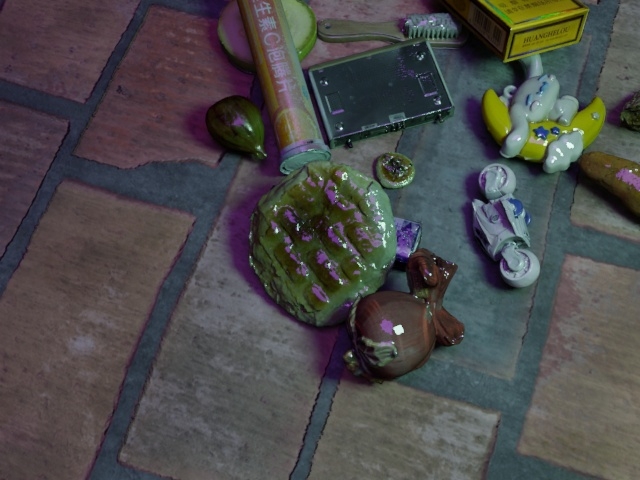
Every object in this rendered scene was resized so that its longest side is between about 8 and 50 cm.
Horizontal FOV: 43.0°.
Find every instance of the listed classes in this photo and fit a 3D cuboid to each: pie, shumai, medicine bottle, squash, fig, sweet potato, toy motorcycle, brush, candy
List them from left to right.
[{"bbox_3d":[-0.160,-0.220,1.638,0.109,0.103,0.155,-38,77,26],"label":"fig"},{"bbox_3d":[-0.117,-0.462,1.774,0.219,0.041,0.219,-1,66,2],"label":"squash"},{"bbox_3d":[-0.088,-0.347,1.654,0.108,0.108,0.426,-16,73,-4],"label":"medicine bottle"},{"bbox_3d":[0.000,0.000,1.493,0.306,0.071,0.307,-1,87,11],"label":"pie"},{"bbox_3d":[0.037,-0.026,1.558,0.312,0.061,0.088,16,70,10],"label":"candy"},{"bbox_3d":[0.156,-0.460,1.749,0.327,0.065,0.070,2,68,5],"label":"brush"},{"bbox_3d":[0.149,-0.142,1.626,0.084,0.021,0.084,-1,66,2],"label":"pie"},{"bbox_3d":[0.341,-0.026,1.533,0.112,0.112,0.254,-7,65,0],"label":"toy motorcycle"},{"bbox_3d":[0.669,-0.242,1.603,0.145,0.145,0.116,-25,104,-8],"label":"shumai"},{"bbox_3d":[0.648,-0.067,1.525,0.354,0.095,0.106,43,100,12],"label":"sweet potato"}]

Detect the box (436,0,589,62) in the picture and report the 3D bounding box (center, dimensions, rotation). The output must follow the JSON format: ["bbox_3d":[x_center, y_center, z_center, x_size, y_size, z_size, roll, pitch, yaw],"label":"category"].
[{"bbox_3d":[0.379,-0.498,1.683,0.192,0.084,0.301,-17,49,-19],"label":"box"}]

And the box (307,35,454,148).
[{"bbox_3d":[0.124,-0.306,1.685,0.270,0.045,0.211,-14,67,-3],"label":"box"}]

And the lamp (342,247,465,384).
[{"bbox_3d":[0.131,0.138,1.418,0.223,0.215,0.151,-31,33,-31],"label":"lamp"}]

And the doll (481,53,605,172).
[{"bbox_3d":[0.436,-0.257,1.613,0.237,0.111,0.252,31,72,18],"label":"doll"}]
